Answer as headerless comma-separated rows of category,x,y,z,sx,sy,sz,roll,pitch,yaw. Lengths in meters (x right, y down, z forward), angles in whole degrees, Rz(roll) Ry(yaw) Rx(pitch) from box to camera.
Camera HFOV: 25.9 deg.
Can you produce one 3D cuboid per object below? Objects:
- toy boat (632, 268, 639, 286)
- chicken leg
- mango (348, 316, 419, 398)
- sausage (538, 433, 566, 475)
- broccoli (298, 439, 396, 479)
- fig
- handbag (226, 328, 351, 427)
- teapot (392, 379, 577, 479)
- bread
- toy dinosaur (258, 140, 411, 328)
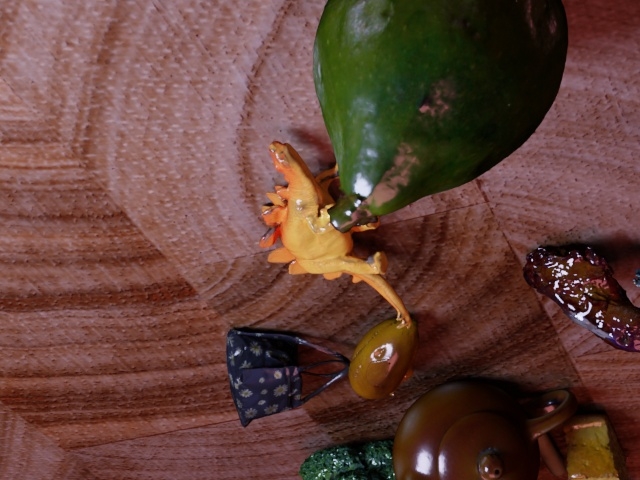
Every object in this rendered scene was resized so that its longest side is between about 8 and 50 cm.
toy boat,0.420,0.109,1.441,0.114,0.122,0.296,22,162,41
chicken leg,0.290,0.065,1.369,0.205,0.053,0.093,30,132,15
mango,0.071,0.128,1.528,0.077,0.063,0.127,-29,155,-35
sausage,0.289,0.268,1.770,0.024,0.024,0.132,-12,145,17
broccoli,0.100,0.376,1.753,0.294,0.245,0.265,48,147,-20
fig,0.081,-0.107,1.026,0.195,0.245,0.195,15,155,7
handbag,-0.034,0.149,1.556,0.139,0.072,0.115,-5,143,-3
teapot,0.194,0.243,1.603,0.252,0.178,0.135,-28,-169,-13
bread,0.349,0.287,1.731,0.065,0.103,0.187,-12,140,14
toy dinosaur,0.000,0.000,1.337,0.117,0.070,0.288,-4,144,25
